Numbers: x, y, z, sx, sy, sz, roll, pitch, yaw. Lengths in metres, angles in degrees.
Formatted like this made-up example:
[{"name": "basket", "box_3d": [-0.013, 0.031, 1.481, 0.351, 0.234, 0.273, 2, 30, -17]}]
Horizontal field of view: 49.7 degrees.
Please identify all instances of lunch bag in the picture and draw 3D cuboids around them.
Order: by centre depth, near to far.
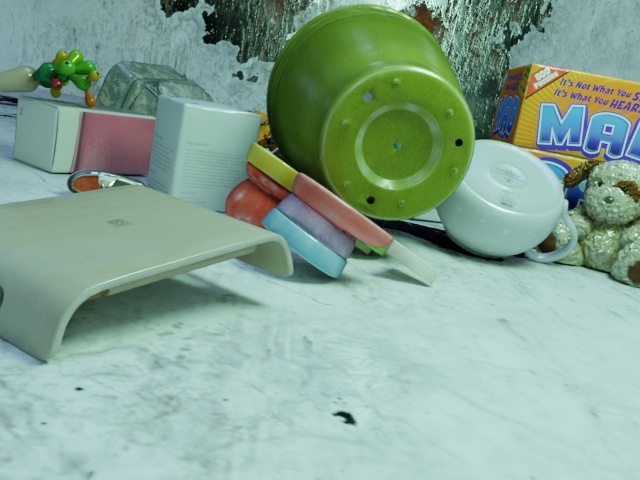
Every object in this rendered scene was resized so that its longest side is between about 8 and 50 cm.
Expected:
[{"name": "lunch bag", "box_3d": [-0.417, -0.334, 1.870, 0.256, 0.213, 0.305, 38, 20, 13]}]

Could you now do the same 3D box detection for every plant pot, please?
[{"name": "plant pot", "box_3d": [0.098, -0.202, 1.176, 0.366, 0.367, 0.353, 9, 20, -10]}]

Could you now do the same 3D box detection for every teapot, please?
[{"name": "teapot", "box_3d": [0.328, -0.055, 1.319, 0.252, 0.187, 0.256, -18, 53, -30]}]

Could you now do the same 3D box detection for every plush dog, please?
[{"name": "plush dog", "box_3d": [0.593, -0.049, 1.391, 0.262, 0.226, 0.210, 20, 15, 36]}]

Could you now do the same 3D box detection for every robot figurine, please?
[{"name": "robot figurine", "box_3d": [-0.200, -0.273, 1.845, 0.211, 0.085, 0.291, 24, 31, 16]}]

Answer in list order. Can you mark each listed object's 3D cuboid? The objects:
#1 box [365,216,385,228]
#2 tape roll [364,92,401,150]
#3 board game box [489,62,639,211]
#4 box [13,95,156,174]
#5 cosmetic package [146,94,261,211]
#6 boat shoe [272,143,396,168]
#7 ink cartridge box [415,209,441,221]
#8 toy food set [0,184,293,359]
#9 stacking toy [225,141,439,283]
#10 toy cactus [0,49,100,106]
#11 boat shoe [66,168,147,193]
[{"name": "box", "box_3d": [0.041, -0.051, 1.302, 0.136, 0.037, 0.225, 14, 4, 13]}, {"name": "tape roll", "box_3d": [0.159, -0.306, 1.958, 0.077, 0.322, 0.321, 3, 14, -33]}, {"name": "board game box", "box_3d": [0.599, -0.202, 1.639, 0.356, 0.357, 0.356, 12, 13, 4]}, {"name": "box", "box_3d": [-0.472, -0.208, 1.396, 0.148, 0.127, 0.232, 19, 15, 35]}, {"name": "cosmetic package", "box_3d": [-0.217, -0.159, 1.266, 0.151, 0.184, 0.151, 4, 15, -32]}, {"name": "boat shoe", "box_3d": [0.025, -0.212, 1.722, 0.323, 0.123, 0.120, -11, -1, 1]}, {"name": "ink cartridge box", "box_3d": [0.218, -0.111, 1.668, 0.153, 0.087, 0.208, 6, 12, -26]}, {"name": "toy food set", "box_3d": [-0.205, 0.025, 0.702, 0.219, 0.093, 0.306, 20, 23, 32]}, {"name": "stacking toy", "box_3d": [0.000, 0.000, 1.041, 0.279, 0.130, 0.309, 35, 3, -29]}, {"name": "toy cactus", "box_3d": [-0.523, -0.309, 1.332, 0.180, 0.112, 0.219, -15, 23, -20]}, {"name": "boat shoe", "box_3d": [-0.350, -0.087, 1.149, 0.137, 0.049, 0.043, 7, 14, -41]}]
